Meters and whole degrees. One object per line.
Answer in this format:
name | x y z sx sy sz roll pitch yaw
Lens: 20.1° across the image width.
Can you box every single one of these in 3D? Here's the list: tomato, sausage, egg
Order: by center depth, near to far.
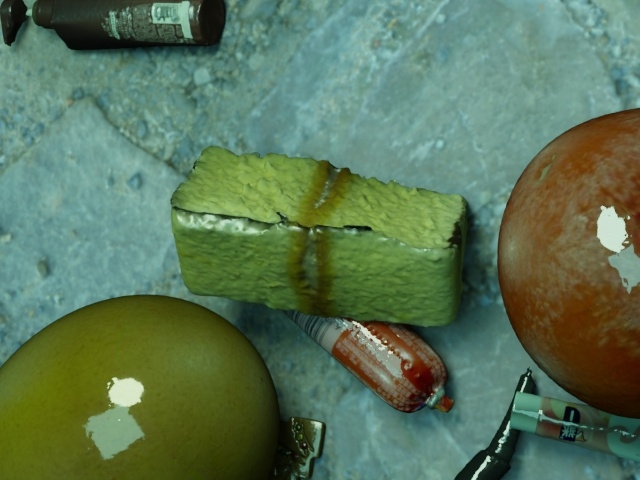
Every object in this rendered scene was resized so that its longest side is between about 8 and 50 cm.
tomato | 0.270 0.015 1.499 0.264 0.265 0.265 -2 86 22
egg | -0.188 0.185 1.670 0.322 0.250 0.250 -27 77 28
sausage | 0.020 0.068 1.691 0.274 0.074 0.074 42 101 19

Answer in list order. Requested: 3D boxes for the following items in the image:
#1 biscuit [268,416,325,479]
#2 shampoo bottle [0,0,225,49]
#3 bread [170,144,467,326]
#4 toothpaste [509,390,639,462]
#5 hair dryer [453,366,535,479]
biscuit | -0.031 0.204 1.732 0.092 0.016 0.082 -37 74 17
shampoo bottle | -0.213 -0.225 1.808 0.236 0.067 0.068 5 78 22
bread | 0.000 0.000 1.631 0.266 0.178 0.142 6 96 7
toothpaste | 0.271 0.173 1.595 0.205 0.036 0.056 12 94 9
hair dryer | 0.081 0.260 1.647 0.303 0.120 0.359 28 85 17
